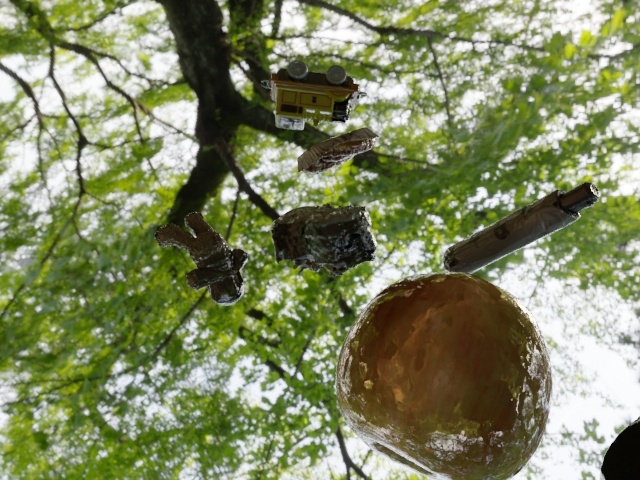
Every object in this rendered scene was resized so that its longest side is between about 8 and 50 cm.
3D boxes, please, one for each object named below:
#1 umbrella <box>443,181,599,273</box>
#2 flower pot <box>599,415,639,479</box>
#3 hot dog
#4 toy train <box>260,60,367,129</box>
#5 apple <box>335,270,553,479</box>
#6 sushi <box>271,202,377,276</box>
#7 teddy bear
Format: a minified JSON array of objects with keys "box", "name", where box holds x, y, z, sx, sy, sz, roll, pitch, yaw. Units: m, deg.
[{"box":[0.378,-0.018,1.166,0.337,0.073,0.067,-34,-128,42],"name":"umbrella"},{"box":[0.482,0.330,0.672,0.380,0.379,0.251,-17,-163,7],"name":"flower pot"},{"box":[0.039,-0.178,1.202,0.192,0.053,0.099,-24,179,-34],"name":"hot dog"},{"box":[-0.015,-0.287,1.225,0.220,0.089,0.127,6,-104,-2],"name":"toy train"},{"box":[0.221,0.241,1.083,0.392,0.391,0.346,10,-112,37],"name":"apple"},{"box":[0.000,0.000,1.109,0.147,0.114,0.213,-21,-164,-38],"name":"sushi"},{"box":[-0.168,0.024,0.928,0.078,0.160,0.119,-35,180,44],"name":"teddy bear"}]
